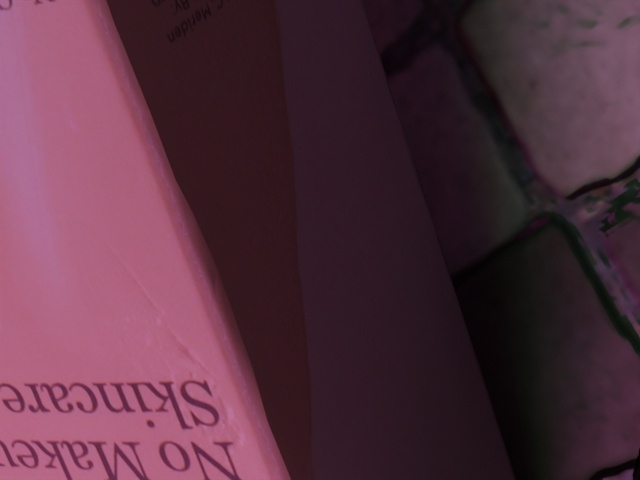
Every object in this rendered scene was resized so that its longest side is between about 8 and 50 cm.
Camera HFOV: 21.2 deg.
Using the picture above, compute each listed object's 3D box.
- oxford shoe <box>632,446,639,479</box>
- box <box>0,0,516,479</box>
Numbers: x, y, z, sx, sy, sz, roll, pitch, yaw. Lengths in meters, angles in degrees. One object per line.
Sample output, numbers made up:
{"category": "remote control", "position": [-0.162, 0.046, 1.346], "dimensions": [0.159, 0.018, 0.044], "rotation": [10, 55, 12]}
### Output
{"category": "oxford shoe", "position": [0.161, 0.011, 0.503], "dimensions": [0.096, 0.083, 0.227], "rotation": [16, 102, 8]}
{"category": "box", "position": [-0.050, 0.017, 0.531], "dimensions": [0.148, 0.121, 0.311], "rotation": [-5, 117, 33]}
